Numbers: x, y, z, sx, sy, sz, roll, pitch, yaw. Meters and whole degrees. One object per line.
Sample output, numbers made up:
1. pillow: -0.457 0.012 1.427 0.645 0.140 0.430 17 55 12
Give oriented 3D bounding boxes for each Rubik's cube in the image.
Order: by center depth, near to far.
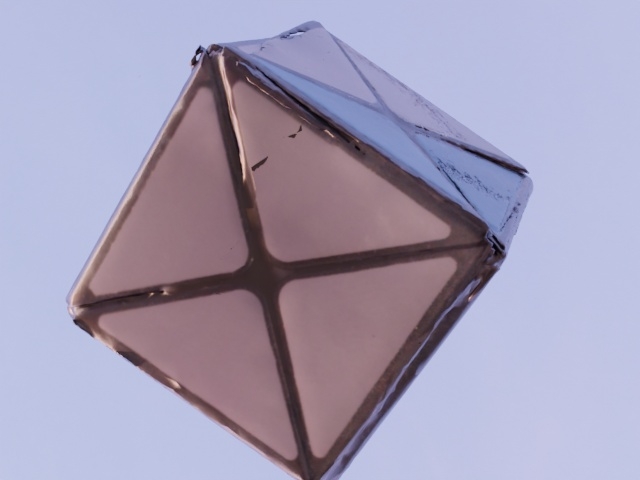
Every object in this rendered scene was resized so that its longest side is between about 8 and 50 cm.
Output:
1. Rubik's cube: 0.000 0.000 1.060 0.305 0.307 0.310 34 -70 7
